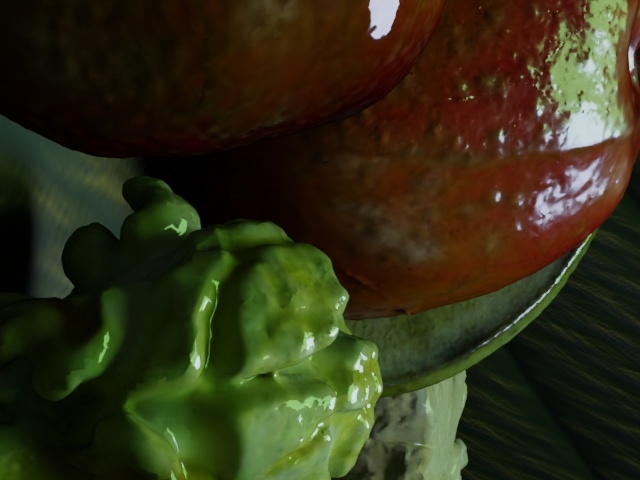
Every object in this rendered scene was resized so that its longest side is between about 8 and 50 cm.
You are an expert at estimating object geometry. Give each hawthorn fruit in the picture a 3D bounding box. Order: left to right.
[{"bbox_3d":[-0.040,-0.120,0.402,0.169,0.169,0.188,-71,164,-59],"label":"hawthorn fruit"},{"bbox_3d":[0.080,-0.084,0.715,0.254,0.300,0.254,1,90,-83],"label":"hawthorn fruit"}]

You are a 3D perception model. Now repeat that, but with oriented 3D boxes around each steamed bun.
[{"bbox_3d":[0.052,0.201,1.232,0.295,0.137,0.292,-29,124,-73],"label":"steamed bun"}]

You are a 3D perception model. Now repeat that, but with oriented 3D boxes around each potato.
[{"bbox_3d":[0.050,0.022,1.118,0.255,0.269,0.112,-53,161,-17],"label":"potato"}]

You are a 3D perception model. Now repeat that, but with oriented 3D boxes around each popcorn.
[{"bbox_3d":[-0.049,0.055,0.470,0.162,0.141,0.136,-89,175,-54],"label":"popcorn"}]
